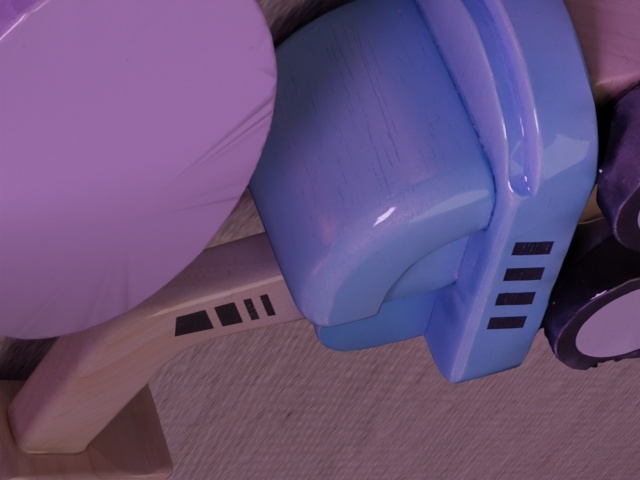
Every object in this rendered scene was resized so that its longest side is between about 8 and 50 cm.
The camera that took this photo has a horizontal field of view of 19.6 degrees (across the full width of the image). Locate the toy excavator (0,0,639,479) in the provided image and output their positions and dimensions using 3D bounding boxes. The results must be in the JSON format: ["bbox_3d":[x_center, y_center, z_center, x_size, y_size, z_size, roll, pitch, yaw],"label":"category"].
[{"bbox_3d":[0.000,0.000,1.154,0.445,0.222,0.433,-11,149,-15],"label":"toy excavator"}]

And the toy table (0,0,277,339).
[{"bbox_3d":[-0.131,-0.089,0.841,0.252,0.161,0.274,-20,152,-29],"label":"toy table"}]
